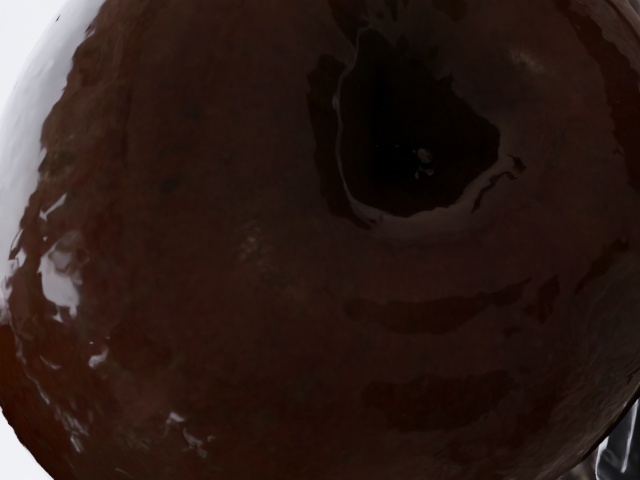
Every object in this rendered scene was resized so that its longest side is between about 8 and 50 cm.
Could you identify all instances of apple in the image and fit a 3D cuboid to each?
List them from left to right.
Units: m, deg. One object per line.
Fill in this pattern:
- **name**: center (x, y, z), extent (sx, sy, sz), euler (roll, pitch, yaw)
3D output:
- **apple**: center (0.000, 0.000, 0.584), extent (0.253, 0.253, 0.254), euler (9, -114, -20)

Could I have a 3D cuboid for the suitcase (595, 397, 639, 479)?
- **suitcase**: center (0.248, 0.002, 0.727), extent (0.285, 0.206, 0.066), euler (-15, -148, -33)
